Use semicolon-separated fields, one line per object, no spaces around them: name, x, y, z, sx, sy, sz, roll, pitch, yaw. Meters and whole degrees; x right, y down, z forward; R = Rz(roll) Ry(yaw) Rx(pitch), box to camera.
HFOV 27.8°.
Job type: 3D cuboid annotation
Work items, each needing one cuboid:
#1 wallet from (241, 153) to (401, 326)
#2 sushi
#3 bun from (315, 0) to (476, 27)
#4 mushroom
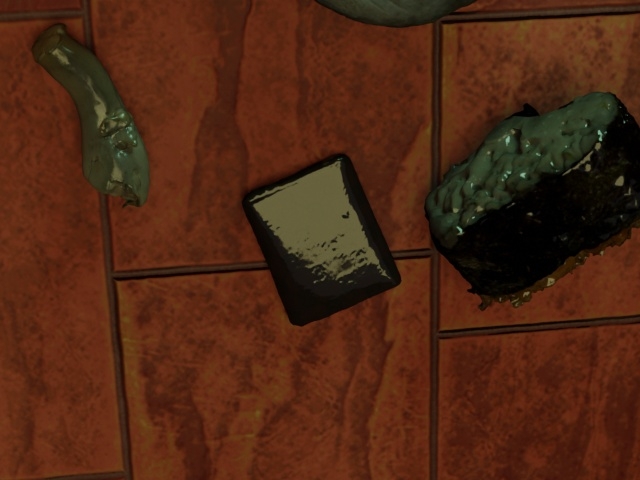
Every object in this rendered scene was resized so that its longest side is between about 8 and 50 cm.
wallet;0.000;0.000;1.920;0.182;0.049;0.229;-23;111;1
sushi;0.321;-0.069;1.844;0.348;0.234;0.207;-31;118;29
bun;0.107;-0.454;1.670;0.361;0.211;0.362;-2;110;-4
mushroom;-0.310;-0.169;1.790;0.096;0.099;0.278;-25;109;-13
